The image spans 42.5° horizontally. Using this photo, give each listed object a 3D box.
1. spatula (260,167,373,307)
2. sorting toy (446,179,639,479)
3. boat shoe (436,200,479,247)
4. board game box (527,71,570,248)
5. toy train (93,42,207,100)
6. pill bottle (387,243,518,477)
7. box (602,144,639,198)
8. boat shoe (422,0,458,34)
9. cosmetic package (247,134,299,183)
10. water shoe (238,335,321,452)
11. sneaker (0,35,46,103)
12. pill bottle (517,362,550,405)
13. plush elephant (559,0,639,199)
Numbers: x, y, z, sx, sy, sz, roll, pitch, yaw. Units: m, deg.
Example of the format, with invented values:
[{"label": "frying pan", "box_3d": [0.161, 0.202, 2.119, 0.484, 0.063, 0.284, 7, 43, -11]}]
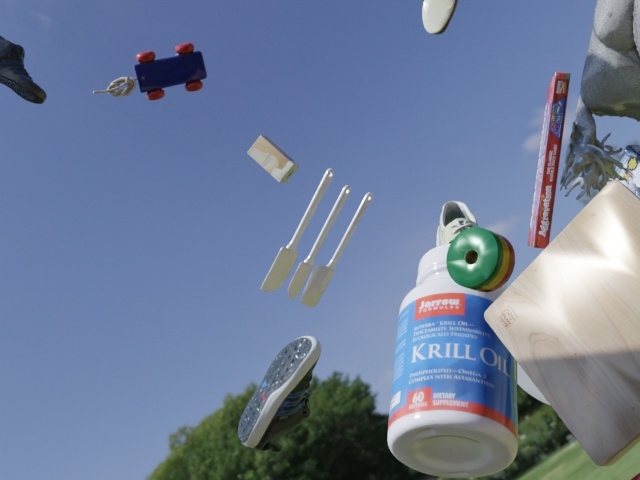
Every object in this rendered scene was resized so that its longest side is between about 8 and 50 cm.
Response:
[{"label": "spatula", "box_3d": [0.000, 0.000, 1.469, 0.168, 0.019, 0.242, 25, -87, -47]}, {"label": "sorting toy", "box_3d": [0.200, 0.059, 0.529, 0.046, 0.274, 0.132, 18, -61, -43]}, {"label": "boat shoe", "box_3d": [0.274, 0.004, 1.628, 0.109, 0.094, 0.302, -7, 19, 0]}, {"label": "board game box", "box_3d": [0.379, -0.127, 1.372, 0.027, 0.281, 0.145, 7, 1, 12]}, {"label": "toy train", "box_3d": [-0.388, -0.372, 1.847, 0.248, 0.105, 0.143, -15, 19, -11]}, {"label": "pill bottle", "box_3d": [0.137, 0.115, 0.839, 0.124, 0.221, 0.124, 5, -39, 4]}, {"label": "box", "box_3d": [0.390, -0.038, 1.033, 0.027, 0.094, 0.137, -4, -49, -28]}, {"label": "boat shoe", "box_3d": [0.180, -0.355, 1.174, 0.049, 0.136, 0.043, 7, -8, 32]}, {"label": "cosmetic package", "box_3d": [-0.114, -0.196, 1.985, 0.060, 0.115, 0.041, -52, -15, 12]}, {"label": "water shoe", "box_3d": [-0.047, 0.233, 1.255, 0.080, 0.073, 0.203, 27, -74, -29]}, {"label": "sneaker", "box_3d": [-0.566, -0.326, 1.520, 0.089, 0.170, 0.051, -64, 3, -27]}, {"label": "pill bottle", "box_3d": [0.416, 0.118, 1.290, 0.278, 0.162, 0.162, -46, -11, -27]}, {"label": "plush elephant", "box_3d": [0.384, -0.175, 0.763, 0.272, 0.256, 0.329, -21, -57, -69]}]
